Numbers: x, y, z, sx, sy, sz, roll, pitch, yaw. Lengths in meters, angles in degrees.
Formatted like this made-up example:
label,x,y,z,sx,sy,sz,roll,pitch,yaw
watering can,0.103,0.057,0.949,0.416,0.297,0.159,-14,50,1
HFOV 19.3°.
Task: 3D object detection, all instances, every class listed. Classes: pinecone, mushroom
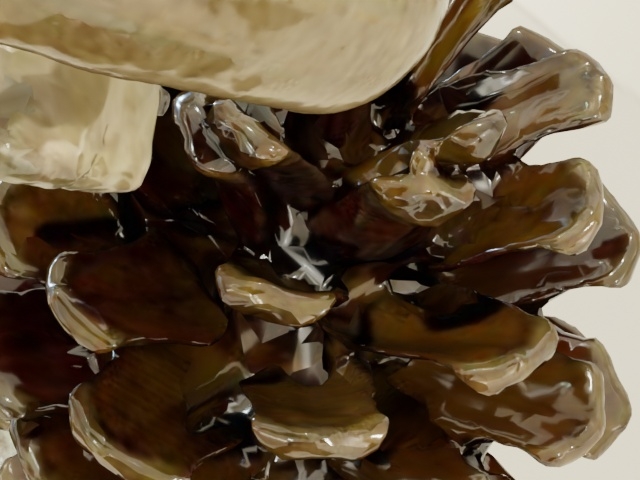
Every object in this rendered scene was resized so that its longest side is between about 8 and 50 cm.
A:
label,x,y,z,sx,sy,sz,roll,pitch,yaw
pinecone,0.000,0.000,0.926,0.384,0.384,0.384,3,75,-10
mushroom,-0.114,-0.086,0.492,0.286,0.151,0.156,7,101,13

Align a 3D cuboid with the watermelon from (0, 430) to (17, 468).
label,x,y,z,sx,sy,sz,roll,pitch,yaw
watermelon,-0.273,0.089,1.209,0.293,0.283,0.250,-8,66,1
